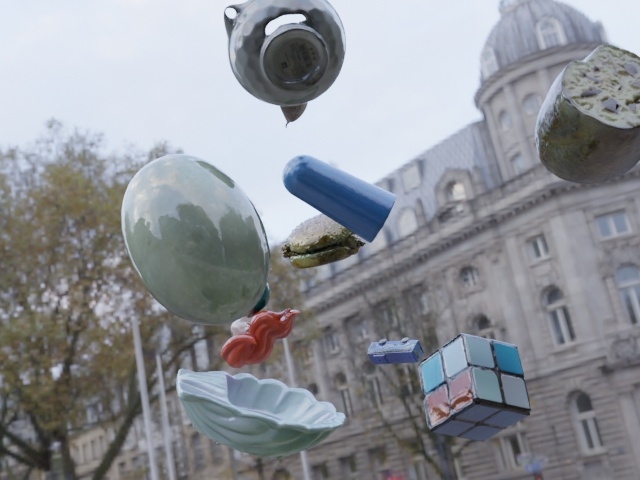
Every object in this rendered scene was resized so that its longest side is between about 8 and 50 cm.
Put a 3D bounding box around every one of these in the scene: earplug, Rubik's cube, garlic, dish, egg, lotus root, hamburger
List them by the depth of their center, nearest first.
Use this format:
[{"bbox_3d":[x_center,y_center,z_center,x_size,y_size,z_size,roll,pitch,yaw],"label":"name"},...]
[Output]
[{"bbox_3d":[-0.238,-0.002,1.724,0.258,0.352,0.258,-23,-16,-7],"label":"egg"},{"bbox_3d":[0.600,-0.250,1.983,0.250,0.250,0.346,-11,-18,-3],"label":"lotus root"},{"bbox_3d":[-0.066,-0.415,1.992,0.303,0.120,0.303,-6,-61,-10],"label":"dish"},{"bbox_3d":[0.347,0.335,2.057,0.167,0.180,0.183,17,-42,-29],"label":"Rubik's cube"},{"bbox_3d":[0.034,-0.115,2.190,0.273,0.132,0.132,28,-24,-3],"label":"earplug"},{"bbox_3d":[-0.066,-0.348,2.201,0.084,0.152,0.066,14,45,46],"label":"garlic"},{"bbox_3d":[0.000,0.000,2.419,0.215,0.122,0.189,-20,15,-10],"label":"hamburger"}]

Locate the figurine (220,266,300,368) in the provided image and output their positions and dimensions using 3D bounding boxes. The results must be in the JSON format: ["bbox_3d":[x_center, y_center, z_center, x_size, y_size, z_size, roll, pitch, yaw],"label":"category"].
[{"bbox_3d":[-0.172,0.200,2.412,0.208,0.257,0.181,-4,-13,-27],"label":"figurine"}]

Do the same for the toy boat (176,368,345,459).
[{"bbox_3d":[-0.106,0.291,1.505,0.290,0.100,0.199,19,6,-13],"label":"toy boat"}]

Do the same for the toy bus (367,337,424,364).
[{"bbox_3d":[0.195,0.293,2.380,0.153,0.051,0.061,-9,27,36],"label":"toy bus"}]
